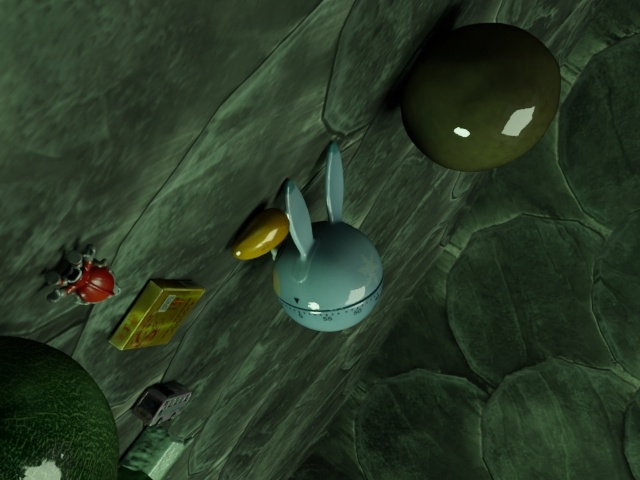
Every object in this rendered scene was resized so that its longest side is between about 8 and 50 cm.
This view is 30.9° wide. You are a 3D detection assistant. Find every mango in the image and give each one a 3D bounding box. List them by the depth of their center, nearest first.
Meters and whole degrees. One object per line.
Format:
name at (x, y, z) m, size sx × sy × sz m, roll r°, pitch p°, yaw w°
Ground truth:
mango at (-0.078, -0.007, 1.481) m, size 0.089 × 0.046 × 0.060 m, roll -34°, pitch 160°, yaw -23°

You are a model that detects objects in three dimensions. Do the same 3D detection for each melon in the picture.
melon at (-0.254, 0.170, 0.936) m, size 0.182 × 0.182 × 0.288 m, roll -49°, pitch 168°, yaw -21°

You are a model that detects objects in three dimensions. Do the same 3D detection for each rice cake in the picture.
rice cake at (-0.277, 0.355, 1.709) m, size 0.206 × 0.063 × 0.069 m, roll -53°, pitch 163°, yaw -7°

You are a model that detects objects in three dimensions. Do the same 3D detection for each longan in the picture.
longan at (0.233, -0.208, 1.703) m, size 0.248 × 0.248 × 0.248 m, roll -51°, pitch 169°, yaw -14°

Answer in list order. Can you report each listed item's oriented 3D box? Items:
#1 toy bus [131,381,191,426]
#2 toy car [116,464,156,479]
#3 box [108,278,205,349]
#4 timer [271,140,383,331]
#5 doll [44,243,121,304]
toy bus at (-0.220, 0.228, 1.625) m, size 0.052 × 0.037 × 0.130 m, roll -56°, pitch 169°, yaw 4°
toy car at (-0.336, 0.431, 1.451) m, size 0.359 × 0.176 × 0.213 m, roll -63°, pitch 166°, yaw 26°
box at (-0.189, 0.085, 1.357) m, size 0.089 × 0.022 × 0.156 m, roll -56°, pitch 168°, yaw 6°
timer at (-0.012, 0.009, 1.627) m, size 0.175 × 0.255 × 0.175 m, roll -25°, pitch -161°, yaw 9°
doll at (-0.215, 0.037, 1.065) m, size 0.114 × 0.039 × 0.057 m, roll 42°, pitch 57°, yaw -71°
